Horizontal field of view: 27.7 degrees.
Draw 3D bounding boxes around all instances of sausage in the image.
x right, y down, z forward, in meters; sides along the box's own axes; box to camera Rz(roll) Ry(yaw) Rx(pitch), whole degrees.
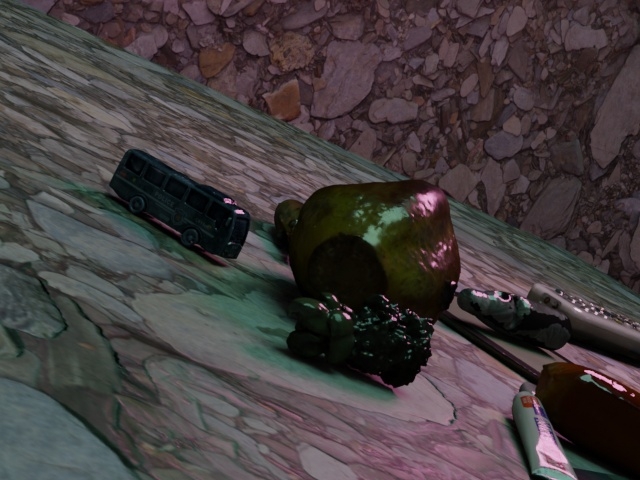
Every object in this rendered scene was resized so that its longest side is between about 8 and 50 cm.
[{"bbox_3d":[0.362,0.223,1.394,0.300,0.083,0.089,30,-1,-1],"label":"sausage"}]

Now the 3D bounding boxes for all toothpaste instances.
[{"bbox_3d":[0.216,0.196,1.273,0.052,0.033,0.218,18,12,-4],"label":"toothpaste"}]

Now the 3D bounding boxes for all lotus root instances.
[{"bbox_3d":[0.061,0.023,1.403,0.193,0.193,0.291,29,6,8],"label":"lotus root"}]

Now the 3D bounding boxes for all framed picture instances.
[{"bbox_3d":[0.263,0.141,1.806,0.347,0.016,0.265,33,9,37],"label":"framed picture"}]

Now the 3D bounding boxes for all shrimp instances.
[{"bbox_3d":[-0.003,-0.008,1.693,0.117,0.066,0.262,26,10,-10],"label":"shrimp"}]

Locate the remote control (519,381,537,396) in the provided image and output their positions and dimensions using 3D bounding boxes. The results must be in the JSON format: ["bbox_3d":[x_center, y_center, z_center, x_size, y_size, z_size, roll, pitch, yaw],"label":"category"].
[{"bbox_3d":[0.345,0.229,1.475,0.261,0.029,0.067,28,7,3],"label":"remote control"}]

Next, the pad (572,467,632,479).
[{"bbox_3d":[0.347,0.285,1.232,0.163,0.004,0.243,19,12,-48],"label":"pad"}]

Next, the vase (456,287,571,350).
[{"bbox_3d":[0.262,0.103,1.778,0.211,0.060,0.060,19,12,-42],"label":"vase"}]

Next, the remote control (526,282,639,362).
[{"bbox_3d":[0.497,0.156,2.292,0.335,0.066,0.128,20,9,-42],"label":"remote control"}]

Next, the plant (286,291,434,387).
[{"bbox_3d":[0.033,0.088,1.203,0.174,0.085,0.087,14,-9,-39],"label":"plant"}]

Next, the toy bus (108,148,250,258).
[{"bbox_3d":[-0.151,-0.039,1.402,0.166,0.065,0.047,30,7,23],"label":"toy bus"}]
